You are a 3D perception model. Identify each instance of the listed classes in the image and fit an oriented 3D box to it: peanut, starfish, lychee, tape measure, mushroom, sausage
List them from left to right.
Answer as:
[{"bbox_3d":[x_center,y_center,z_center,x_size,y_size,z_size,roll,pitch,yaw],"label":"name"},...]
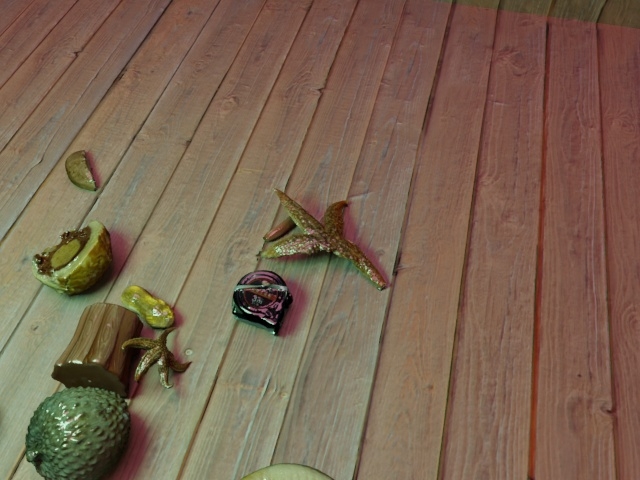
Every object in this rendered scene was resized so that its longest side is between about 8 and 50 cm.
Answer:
[{"bbox_3d":[-0.634,0.508,1.596,0.255,0.256,0.274,35,29,24],"label":"lychee"},{"bbox_3d":[-0.899,-0.263,2.272,0.094,0.072,0.210,-23,56,-6],"label":"mushroom"},{"bbox_3d":[-0.540,0.210,1.906,0.206,0.087,0.087,27,58,22],"label":"peanut"},{"bbox_3d":[-0.470,0.324,1.769,0.213,0.057,0.238,41,35,-24],"label":"starfish"},{"bbox_3d":[-0.181,0.187,1.908,0.181,0.107,0.181,20,59,15],"label":"tape measure"},{"bbox_3d":[-0.127,-0.053,2.130,0.047,0.040,0.176,37,63,24],"label":"sausage"},{"bbox_3d":[-0.001,-0.007,2.045,0.397,0.132,0.384,-2,48,-9],"label":"starfish"}]

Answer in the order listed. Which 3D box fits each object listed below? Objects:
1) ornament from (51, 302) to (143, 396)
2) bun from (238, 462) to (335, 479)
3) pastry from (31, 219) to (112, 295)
[{"bbox_3d":[-0.626,0.313,1.764,0.221,0.235,0.218,28,46,-22],"label":"ornament"},{"bbox_3d":[-0.086,0.717,1.438,0.364,0.220,0.365,-3,36,2],"label":"bun"},{"bbox_3d":[-0.765,0.068,1.956,0.236,0.170,0.256,10,50,38],"label":"pastry"}]
